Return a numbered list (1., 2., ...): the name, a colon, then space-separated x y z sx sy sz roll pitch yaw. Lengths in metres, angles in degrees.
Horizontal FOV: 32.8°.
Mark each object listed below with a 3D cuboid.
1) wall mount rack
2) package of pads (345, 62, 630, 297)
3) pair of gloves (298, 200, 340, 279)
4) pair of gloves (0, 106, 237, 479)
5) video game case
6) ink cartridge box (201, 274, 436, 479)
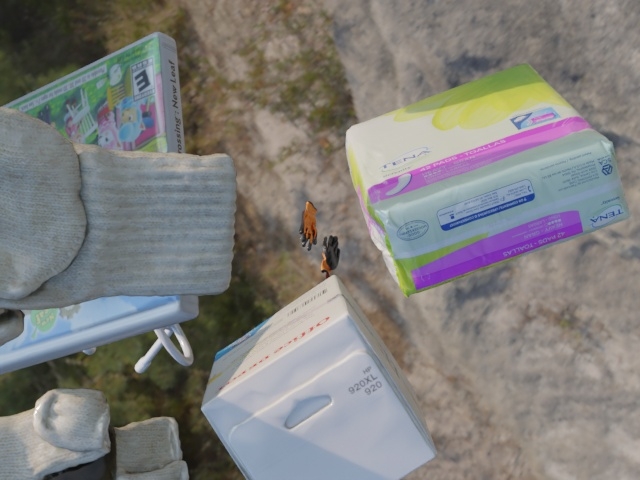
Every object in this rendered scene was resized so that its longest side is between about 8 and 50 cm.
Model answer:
1. wall mount rack: -0.309 0.063 1.599 0.350 0.130 0.304 59 -178 13
2. package of pads: 0.148 -0.068 1.091 0.229 0.296 0.101 -19 112 4
3. pair of gloves: 0.000 0.000 1.323 0.010 0.074 0.083 -20 123 25
4. pair of gloves: -0.147 0.059 0.515 0.042 0.204 0.240 -151 71 -67
5. video game case: -0.176 -0.018 0.742 0.212 0.023 0.193 -17 70 31
6. ink cartridge box: -0.003 0.165 1.130 0.171 0.232 0.168 -33 97 3
